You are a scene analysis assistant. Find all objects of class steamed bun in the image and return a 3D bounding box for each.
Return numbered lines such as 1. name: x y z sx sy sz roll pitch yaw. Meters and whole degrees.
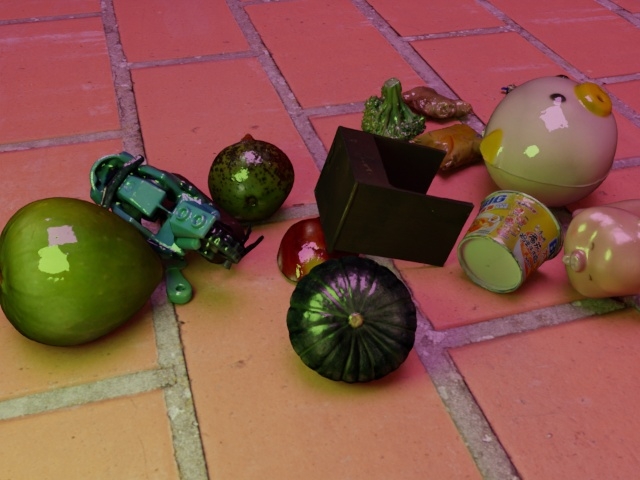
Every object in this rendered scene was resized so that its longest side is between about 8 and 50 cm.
1. steamed bun: 0.575 -0.250 1.874 0.334 0.334 0.374 12 34 14

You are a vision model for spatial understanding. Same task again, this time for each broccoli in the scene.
1. broccoli: 0.208 -0.379 2.125 0.194 0.194 0.219 0 43 -2

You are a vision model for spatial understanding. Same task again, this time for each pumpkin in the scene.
1. pumpkin: 0.061 0.154 1.428 0.250 0.216 0.250 -2 69 6

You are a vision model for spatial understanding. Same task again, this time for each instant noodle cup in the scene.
1. instant noodle cup: 0.404 0.013 1.631 0.205 0.205 0.153 26 55 29

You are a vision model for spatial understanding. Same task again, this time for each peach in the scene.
1. peach: 0.000 -0.002 1.727 0.189 0.068 0.279 8 37 5

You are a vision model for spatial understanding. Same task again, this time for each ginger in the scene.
1. ginger: 0.352 -0.414 2.277 0.213 0.074 0.137 29 45 23

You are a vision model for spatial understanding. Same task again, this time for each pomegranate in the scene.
1. pomegranate: -0.169 -0.171 1.818 0.214 0.214 0.248 -2 49 -4

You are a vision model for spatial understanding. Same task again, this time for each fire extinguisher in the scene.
1. fire extinguisher: -0.265 -0.044 1.721 0.337 0.135 0.114 39 8 37

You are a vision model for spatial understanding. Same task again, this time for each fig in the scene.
1. fig: -0.469 0.062 1.464 0.316 0.316 0.316 1 37 -1

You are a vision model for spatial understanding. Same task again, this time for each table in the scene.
1. table: 0.160 -0.097 1.711 0.282 0.196 0.250 9 34 -17

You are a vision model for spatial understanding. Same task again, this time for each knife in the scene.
1. knife: -0.330 0.055 1.673 0.063 0.034 0.260 -7 35 -17

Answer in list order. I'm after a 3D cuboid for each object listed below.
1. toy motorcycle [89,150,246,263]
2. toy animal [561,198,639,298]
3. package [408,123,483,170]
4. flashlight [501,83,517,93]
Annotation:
1. toy motorcycle: -0.342 -0.065 1.562 0.416 0.232 0.172 26 76 38
2. toy animal: 0.658 0.012 1.617 0.326 0.237 0.269 -12 18 -25
3. package: 0.372 -0.259 2.054 0.226 0.090 0.168 -22 45 -31
4. flashlight: 0.632 -0.472 2.387 0.057 0.035 0.121 -11 39 -17
